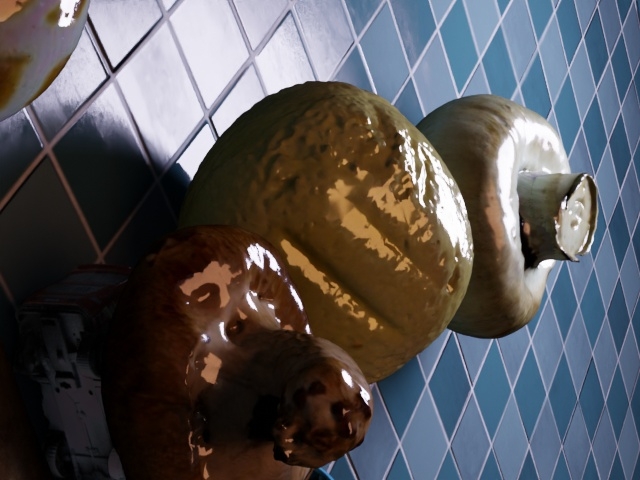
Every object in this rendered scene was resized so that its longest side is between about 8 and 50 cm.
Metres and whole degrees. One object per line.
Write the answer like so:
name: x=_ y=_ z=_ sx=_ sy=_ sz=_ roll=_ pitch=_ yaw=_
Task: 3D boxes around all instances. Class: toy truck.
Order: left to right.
toy truck: x=-0.184 y=0.158 z=1.305 sx=0.135 sy=0.114 sz=0.270 roll=-40 pitch=124 yaw=-52

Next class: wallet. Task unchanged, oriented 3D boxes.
wallet: x=-0.286 y=0.182 z=1.199 sx=0.137 sy=0.031 sz=0.255 roll=-46 pitch=128 yaw=-53

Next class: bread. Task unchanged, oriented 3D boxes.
bread: x=0.001 y=0.007 z=1.465 sx=0.237 sy=0.321 sz=0.320 roll=-95 pitch=164 yaw=-51

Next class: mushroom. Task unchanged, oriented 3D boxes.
mushroom: x=-0.063 y=0.137 z=1.225 sx=0.267 sy=0.255 sz=0.267 roll=-51 pitch=159 yaw=-28
mushroom: x=0.236 y=-0.031 z=1.952 sx=0.352 sy=0.260 sz=0.352 roll=-16 pitch=108 yaw=-61

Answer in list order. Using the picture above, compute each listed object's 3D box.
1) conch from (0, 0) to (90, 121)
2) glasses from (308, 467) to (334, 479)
conch: x=-0.287 y=-0.216 z=1.055 sx=0.249 sy=0.197 sz=0.367 roll=13 pitch=70 yaw=-40
glasses: x=-0.052 y=0.345 z=1.551 sx=0.239 sy=0.102 sz=0.206 roll=-26 pitch=111 yaw=-60
